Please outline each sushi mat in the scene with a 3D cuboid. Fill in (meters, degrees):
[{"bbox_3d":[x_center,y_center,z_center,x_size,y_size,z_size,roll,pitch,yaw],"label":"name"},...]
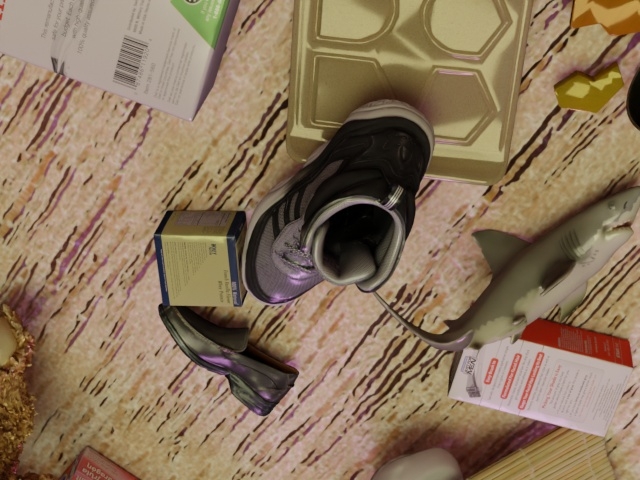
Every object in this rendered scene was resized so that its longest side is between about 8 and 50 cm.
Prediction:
[{"bbox_3d":[0.175,0.312,1.280,0.316,0.019,0.151,-27,107,-15],"label":"sushi mat"}]

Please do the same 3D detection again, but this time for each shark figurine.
[{"bbox_3d":[0.167,0.037,1.176,0.116,0.278,0.166,50,155,23],"label":"shark figurine"}]

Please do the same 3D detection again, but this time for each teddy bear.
[{"bbox_3d":[-0.370,0.220,1.335,0.245,0.113,0.338,-6,93,30],"label":"teddy bear"}]

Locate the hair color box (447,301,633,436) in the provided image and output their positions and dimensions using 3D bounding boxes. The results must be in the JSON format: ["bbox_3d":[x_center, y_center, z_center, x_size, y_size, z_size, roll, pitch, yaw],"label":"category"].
[{"bbox_3d":[0.222,0.131,1.260,0.167,0.053,0.093,14,120,0],"label":"hair color box"}]

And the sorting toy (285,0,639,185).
[{"bbox_3d":[0.126,-0.166,1.127,0.307,0.041,0.229,7,115,5],"label":"sorting toy"}]

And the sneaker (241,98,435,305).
[{"bbox_3d":[0.000,0.000,1.121,0.101,0.153,0.268,32,127,-14],"label":"sneaker"}]

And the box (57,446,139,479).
[{"bbox_3d":[-0.202,0.399,1.419,0.300,0.142,0.154,37,116,-11],"label":"box"}]

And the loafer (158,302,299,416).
[{"bbox_3d":[-0.097,0.111,1.301,0.061,0.062,0.170,-43,112,13],"label":"loafer"}]

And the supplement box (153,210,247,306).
[{"bbox_3d":[-0.117,0.018,1.250,0.083,0.056,0.083,1,118,9],"label":"supplement box"}]

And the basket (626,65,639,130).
[{"bbox_3d":[0.408,-0.083,1.054,0.227,0.204,0.154,37,81,-20],"label":"basket"}]

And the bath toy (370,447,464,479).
[{"bbox_3d":[0.160,0.366,1.363,0.151,0.129,0.348,-47,111,-19],"label":"bath toy"}]

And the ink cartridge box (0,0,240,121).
[{"bbox_3d":[-0.188,-0.225,1.109,0.219,0.092,0.160,21,119,-2],"label":"ink cartridge box"}]
